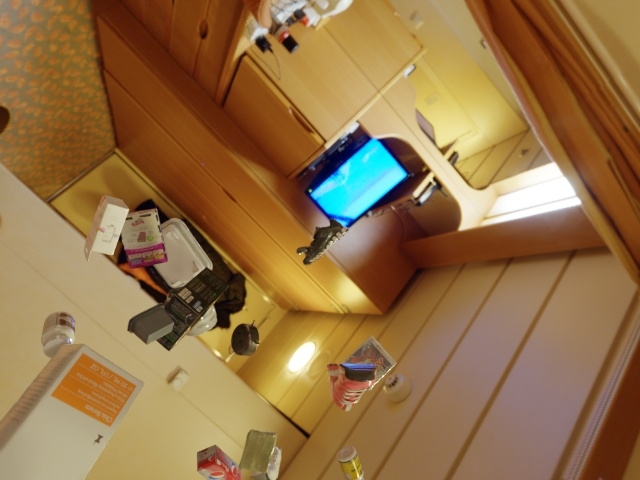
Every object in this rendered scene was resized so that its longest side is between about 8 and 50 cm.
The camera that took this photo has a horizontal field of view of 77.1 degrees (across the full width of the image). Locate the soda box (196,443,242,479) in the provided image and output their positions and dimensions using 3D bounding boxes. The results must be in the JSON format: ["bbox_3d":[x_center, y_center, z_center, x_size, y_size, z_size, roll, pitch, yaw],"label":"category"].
[{"bbox_3d":[-0.428,0.978,1.714,0.092,0.263,0.083,-23,-142,-1],"label":"soda box"}]

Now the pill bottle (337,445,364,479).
[{"bbox_3d":[0.101,0.738,1.303,0.065,0.116,0.065,-19,-173,2],"label":"pill bottle"}]

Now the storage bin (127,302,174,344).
[{"bbox_3d":[-0.590,0.302,1.410,0.135,0.091,0.098,-27,151,-51],"label":"storage bin"}]

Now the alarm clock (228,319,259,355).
[{"bbox_3d":[-0.326,0.417,1.655,0.192,0.064,0.129,-41,-128,30],"label":"alarm clock"}]

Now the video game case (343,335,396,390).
[{"bbox_3d":[0.247,0.610,2.008,0.201,0.183,0.023,-39,162,-16],"label":"video game case"}]

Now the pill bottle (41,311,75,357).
[{"bbox_3d":[-1.221,0.441,1.872,0.131,0.131,0.229,-44,-145,-6],"label":"pill bottle"}]

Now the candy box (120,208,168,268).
[{"bbox_3d":[-0.757,-0.008,1.716,0.159,0.234,0.071,-11,-152,-18],"label":"candy box"}]

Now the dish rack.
[{"bbox_3d":[-0.746,0.080,2.047,0.285,0.333,0.072,-27,-163,16],"label":"dish rack"}]

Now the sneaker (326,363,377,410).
[{"bbox_3d":[0.095,0.440,1.201,0.314,0.115,0.136,121,-28,-69],"label":"sneaker"}]

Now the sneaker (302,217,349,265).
[{"bbox_3d":[0.000,0.000,1.638,0.234,0.106,0.078,-43,179,-4],"label":"sneaker"}]

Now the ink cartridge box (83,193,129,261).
[{"bbox_3d":[-0.679,-0.033,1.269,0.115,0.067,0.198,32,-79,50],"label":"ink cartridge box"}]

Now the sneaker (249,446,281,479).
[{"bbox_3d":[-0.224,0.951,1.713,0.297,0.111,0.129,97,10,-70],"label":"sneaker"}]

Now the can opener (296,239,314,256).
[{"bbox_3d":[-0.039,0.036,2.091,0.093,0.074,0.280,-5,161,-30],"label":"can opener"}]

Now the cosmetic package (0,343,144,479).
[{"bbox_3d":[-0.720,0.530,1.067,0.161,0.230,0.453,-12,-139,39],"label":"cosmetic package"}]

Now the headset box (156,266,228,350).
[{"bbox_3d":[-0.553,0.286,1.667,0.283,0.131,0.246,-47,-176,26],"label":"headset box"}]

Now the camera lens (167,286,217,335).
[{"bbox_3d":[-0.736,0.380,2.311,0.219,0.274,0.219,-13,-159,5],"label":"camera lens"}]

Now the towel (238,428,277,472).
[{"bbox_3d":[-0.213,0.726,1.382,0.027,0.110,0.148,-151,-104,-75],"label":"towel"}]
